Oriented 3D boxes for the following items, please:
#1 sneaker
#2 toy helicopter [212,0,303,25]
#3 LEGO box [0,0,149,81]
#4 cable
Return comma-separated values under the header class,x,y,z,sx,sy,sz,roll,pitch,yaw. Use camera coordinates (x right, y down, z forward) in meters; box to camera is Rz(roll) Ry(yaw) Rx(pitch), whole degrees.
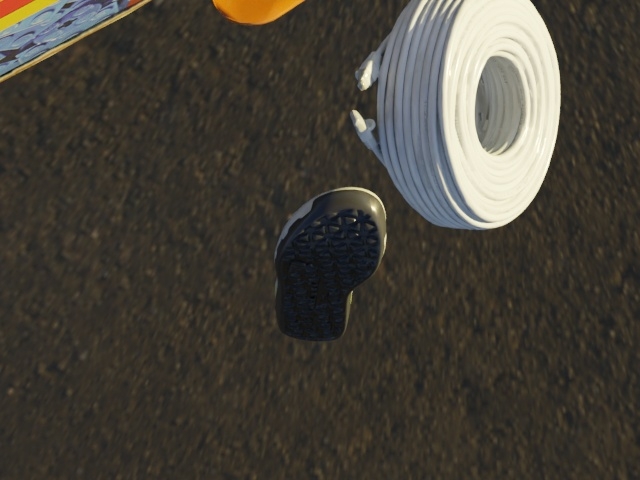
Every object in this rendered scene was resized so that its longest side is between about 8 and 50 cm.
class,x,y,z,sx,sy,sz,roll,pitch,yaw
sneaker,0.000,0.000,1.243,0.084,0.097,0.234,10,150,-8
toy helicopter,0.074,-0.213,0.742,0.355,0.140,0.235,-2,147,-18
LEGO box,-0.184,-0.281,0.249,0.193,0.372,0.500,-29,89,-7
cable,0.152,-0.139,1.478,0.089,0.257,0.257,5,145,37
